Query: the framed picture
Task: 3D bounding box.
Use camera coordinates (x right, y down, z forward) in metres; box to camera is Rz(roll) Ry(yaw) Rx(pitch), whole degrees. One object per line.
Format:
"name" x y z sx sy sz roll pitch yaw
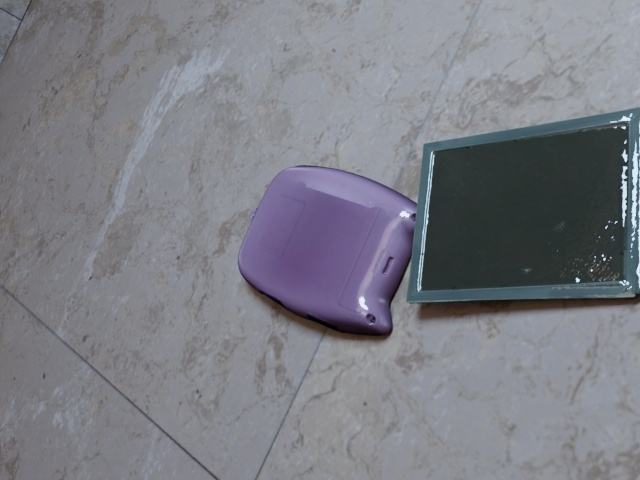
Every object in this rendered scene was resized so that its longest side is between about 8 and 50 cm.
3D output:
"framed picture" 0.211 -0.030 0.875 0.252 0.014 0.197 -5 68 36

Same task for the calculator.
"calculator" -0.001 0.000 1.046 0.294 0.043 0.194 21 86 44
